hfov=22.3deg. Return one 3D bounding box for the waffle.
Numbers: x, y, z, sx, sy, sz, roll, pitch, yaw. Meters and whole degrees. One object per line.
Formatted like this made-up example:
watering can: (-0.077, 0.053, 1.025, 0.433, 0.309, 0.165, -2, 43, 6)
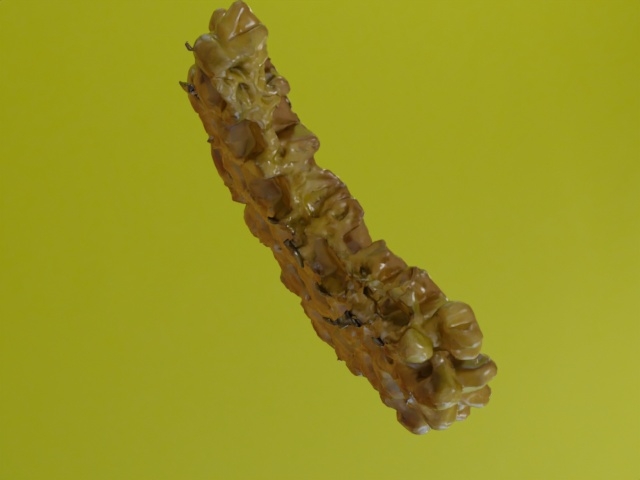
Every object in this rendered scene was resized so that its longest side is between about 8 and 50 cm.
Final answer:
waffle: (0.000, 0.000, 1.032, 0.293, 0.069, 0.260, 56, -9, 12)
